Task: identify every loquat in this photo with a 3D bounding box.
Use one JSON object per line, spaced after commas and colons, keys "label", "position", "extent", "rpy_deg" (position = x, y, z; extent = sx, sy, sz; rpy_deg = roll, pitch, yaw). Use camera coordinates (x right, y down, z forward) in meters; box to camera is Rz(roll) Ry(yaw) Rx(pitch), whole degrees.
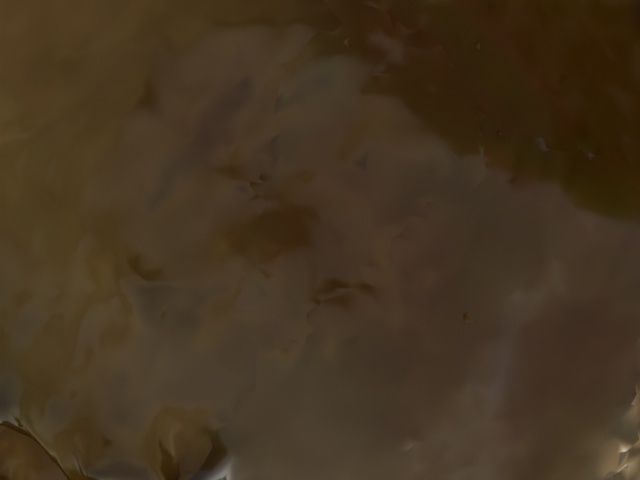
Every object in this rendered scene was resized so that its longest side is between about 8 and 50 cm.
{"label": "loquat", "position": [0.000, 0.000, 0.507], "extent": [0.328, 0.328, 0.328], "rpy_deg": [-24, 151, -14]}
